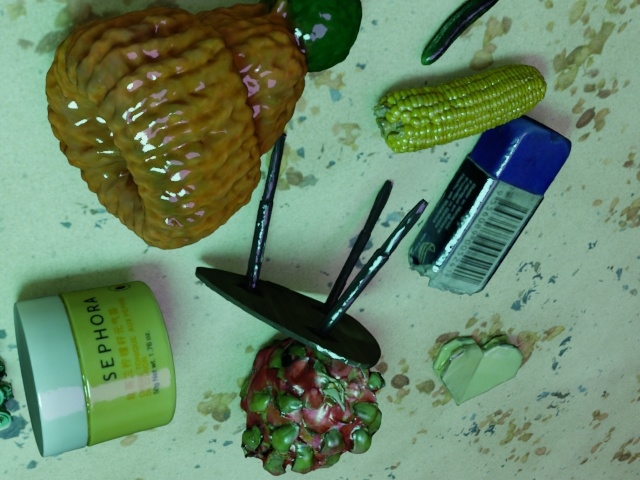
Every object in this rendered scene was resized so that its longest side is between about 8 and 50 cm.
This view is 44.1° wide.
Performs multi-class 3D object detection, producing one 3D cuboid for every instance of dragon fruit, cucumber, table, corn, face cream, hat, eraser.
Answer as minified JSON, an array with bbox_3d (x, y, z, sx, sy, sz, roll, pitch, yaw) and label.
[{"bbox_3d":[-0.024,0.291,1.376,0.231,0.237,0.303,17,133,-27],"label":"dragon fruit"},{"bbox_3d":[0.216,-0.333,1.191,0.184,0.033,0.036,-44,115,3],"label":"cucumber"},{"bbox_3d":[0.000,0.000,1.197,0.317,0.317,0.249,19,98,-39],"label":"table"},{"bbox_3d":[0.229,-0.211,1.241,0.313,0.102,0.102,-17,130,-18],"label":"corn"},{"bbox_3d":[-0.322,0.177,1.122,0.179,0.218,0.218,-10,127,-26],"label":"face cream"},{"bbox_3d":[-0.132,-0.197,0.998,0.400,0.285,0.285,-43,140,-34],"label":"hat"},{"bbox_3d":[0.292,-0.062,1.390,0.155,0.101,0.332,15,113,-35],"label":"eraser"}]

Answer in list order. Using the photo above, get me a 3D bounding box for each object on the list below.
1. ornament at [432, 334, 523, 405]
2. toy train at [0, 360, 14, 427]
[{"bbox_3d":[0.324,0.286,1.699,0.201,0.059,0.180,2,122,-29],"label":"ornament"},{"bbox_3d":[-0.508,0.211,1.144,0.104,0.071,0.178,-9,129,-12],"label":"toy train"}]
